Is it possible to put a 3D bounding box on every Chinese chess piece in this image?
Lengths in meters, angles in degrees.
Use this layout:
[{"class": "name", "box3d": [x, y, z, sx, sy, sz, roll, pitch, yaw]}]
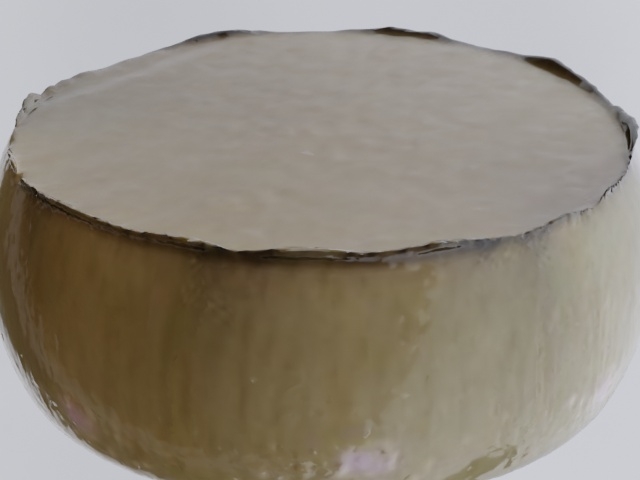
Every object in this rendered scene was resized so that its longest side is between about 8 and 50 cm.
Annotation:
[{"class": "Chinese chess piece", "box3d": [0.000, 0.000, 0.768, 0.257, 0.257, 0.104, 33, -51, 51]}]
